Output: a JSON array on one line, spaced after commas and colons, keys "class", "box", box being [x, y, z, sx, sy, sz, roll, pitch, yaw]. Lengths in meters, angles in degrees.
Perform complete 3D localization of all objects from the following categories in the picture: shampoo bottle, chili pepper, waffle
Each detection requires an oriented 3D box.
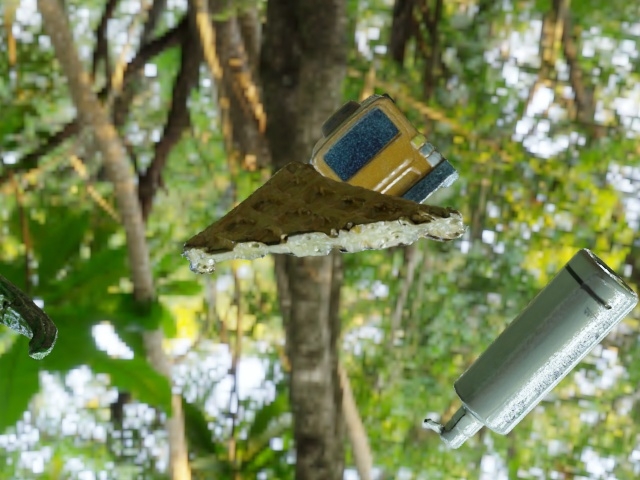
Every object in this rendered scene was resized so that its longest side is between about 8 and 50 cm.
[{"class": "shampoo bottle", "box": [0.228, 0.129, 1.533, 0.085, 0.262, 0.085, 40, -168, -10]}, {"class": "chili pepper", "box": [-0.371, 0.078, 1.663, 0.182, 0.073, 0.050, 40, -100, 19]}, {"class": "waffle", "box": [0.000, 0.000, 0.786, 0.097, 0.023, 0.153, -40, -144, -25]}]

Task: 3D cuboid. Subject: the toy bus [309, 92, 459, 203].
[{"class": "toy bus", "box": [0.046, -0.067, 1.164, 0.103, 0.091, 0.182, 48, -175, -5]}]
